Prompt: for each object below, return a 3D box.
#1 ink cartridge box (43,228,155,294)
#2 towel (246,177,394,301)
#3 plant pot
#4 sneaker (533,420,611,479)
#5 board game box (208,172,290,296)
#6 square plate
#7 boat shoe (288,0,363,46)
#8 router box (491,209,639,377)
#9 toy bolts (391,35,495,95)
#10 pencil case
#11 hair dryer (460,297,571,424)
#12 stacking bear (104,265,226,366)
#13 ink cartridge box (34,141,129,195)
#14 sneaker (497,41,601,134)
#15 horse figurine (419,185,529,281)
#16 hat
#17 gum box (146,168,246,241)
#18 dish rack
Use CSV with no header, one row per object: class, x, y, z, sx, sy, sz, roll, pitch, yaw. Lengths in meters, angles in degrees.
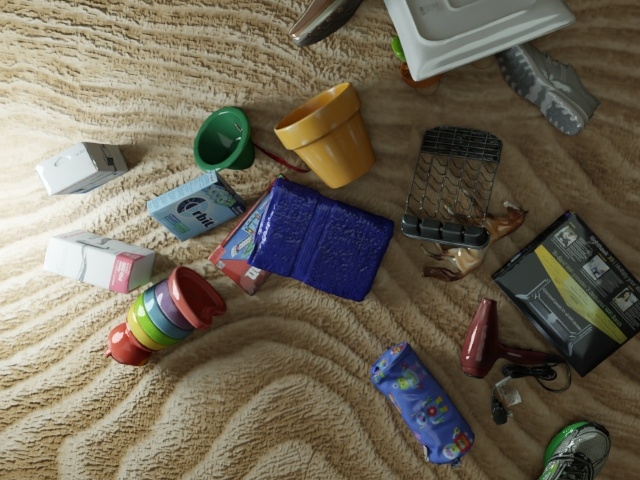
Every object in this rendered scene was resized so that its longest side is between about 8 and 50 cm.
ink cartridge box,-0.537,0.049,1.887,0.218,0.158,0.092,14,99,6
towel,0.000,0.000,1.841,0.308,0.076,0.227,20,106,-5
plant pot,0.029,-0.232,1.777,0.205,0.205,0.188,-30,108,9
sneaker,0.573,0.580,1.806,0.134,0.146,0.343,30,98,4
board game box,-0.134,-0.013,1.895,0.145,0.027,0.281,41,99,0
square plate,0.322,-0.520,1.660,0.344,0.049,0.347,-19,50,9
boat shoe,0.040,-0.585,1.773,0.324,0.123,0.116,-45,82,3
router box,0.591,0.122,1.786,0.243,0.081,0.309,-42,90,10
toy bolts,0.289,-0.454,1.763,0.229,0.158,0.218,-12,51,15
pencil case,0.240,0.396,1.841,0.133,0.119,0.306,-35,90,-13
hair dryer,0.443,0.270,1.841,0.224,0.080,0.293,-29,97,-6
stacking bear,-0.404,0.206,1.894,0.289,0.175,0.164,-37,92,17
ink cartridge box,-0.568,-0.172,1.851,0.140,0.191,0.082,-25,92,10
sneaker,0.516,-0.370,1.753,0.115,0.105,0.281,-40,88,-20
horse figurine,0.346,-0.002,1.815,0.174,0.066,0.263,33,97,9
hat,-0.181,-0.204,1.884,0.173,0.183,0.208,-47,49,11
gum box,-0.294,-0.081,1.846,0.184,0.157,0.041,-24,58,10
dish rack,0.306,-0.129,1.776,0.208,0.074,0.271,11,77,17
